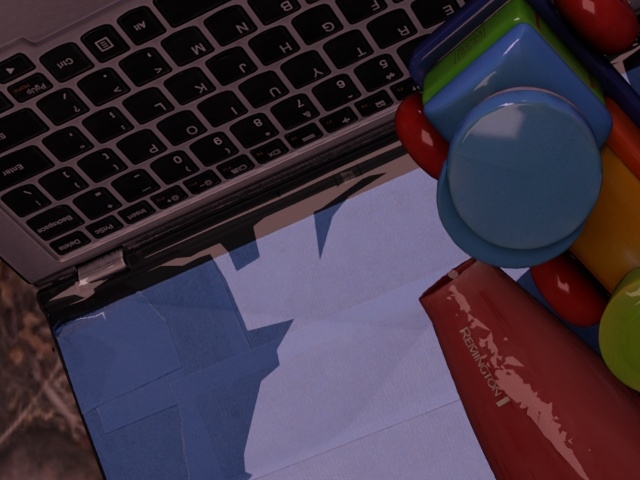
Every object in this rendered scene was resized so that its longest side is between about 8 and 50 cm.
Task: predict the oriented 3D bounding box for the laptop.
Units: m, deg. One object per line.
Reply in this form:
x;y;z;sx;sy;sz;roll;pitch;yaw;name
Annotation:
0.000;0.000;0.678;0.382;0.408;0.236;-24;47;15;laptop

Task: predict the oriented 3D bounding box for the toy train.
0.134;0.016;0.582;0.105;0.143;0.248;-39;104;20;toy train

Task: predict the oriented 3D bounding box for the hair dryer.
0.076;0.148;0.676;0.223;0.080;0.293;5;107;12;hair dryer
